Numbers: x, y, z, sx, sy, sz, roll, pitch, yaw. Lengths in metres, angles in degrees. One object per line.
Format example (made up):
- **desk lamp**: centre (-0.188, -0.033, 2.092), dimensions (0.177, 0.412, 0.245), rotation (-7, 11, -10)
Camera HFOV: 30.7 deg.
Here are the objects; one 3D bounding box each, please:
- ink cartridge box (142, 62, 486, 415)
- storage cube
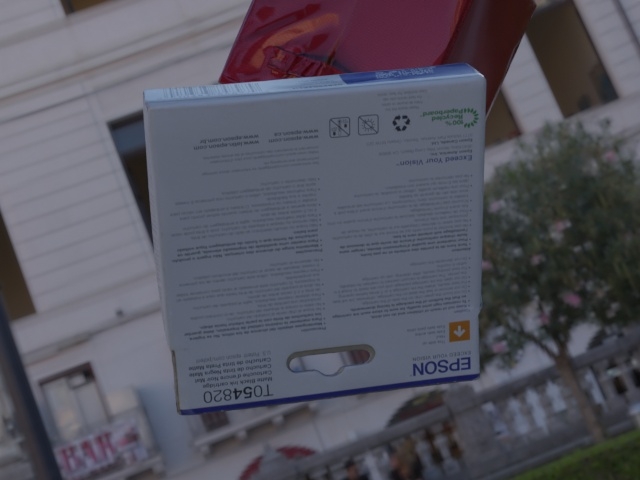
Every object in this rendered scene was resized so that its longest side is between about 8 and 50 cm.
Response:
- **ink cartridge box**: centre (0.000, 0.000, 0.787), dimensions (0.223, 0.224, 0.045), rotation (-5, 22, -9)
- **storage cube**: centre (0.057, -0.175, 1.023), dimensions (0.193, 0.183, 0.215), rotation (-66, -21, 2)
